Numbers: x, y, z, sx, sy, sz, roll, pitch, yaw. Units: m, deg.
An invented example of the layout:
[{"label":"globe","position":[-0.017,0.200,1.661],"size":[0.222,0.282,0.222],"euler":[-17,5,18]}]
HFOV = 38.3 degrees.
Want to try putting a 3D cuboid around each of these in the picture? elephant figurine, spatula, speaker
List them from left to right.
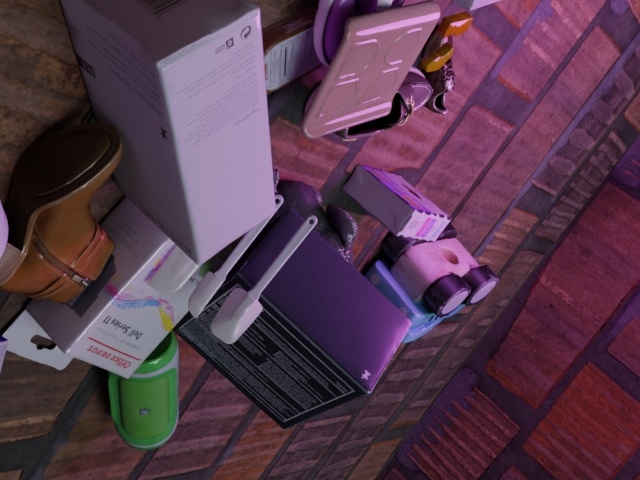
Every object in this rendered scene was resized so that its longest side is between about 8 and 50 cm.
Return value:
[{"label":"speaker","position":[-0.324,0.266,1.697],"size":[0.131,0.131,0.297],"euler":[-32,149,-31]},{"label":"spatula","position":[-0.124,0.021,1.409],"size":[0.242,0.168,0.019],"euler":[-52,-169,-4]},{"label":"elephant figurine","position":[0.000,0.000,1.703],"size":[0.186,0.239,0.169],"euler":[-5,131,-55]}]

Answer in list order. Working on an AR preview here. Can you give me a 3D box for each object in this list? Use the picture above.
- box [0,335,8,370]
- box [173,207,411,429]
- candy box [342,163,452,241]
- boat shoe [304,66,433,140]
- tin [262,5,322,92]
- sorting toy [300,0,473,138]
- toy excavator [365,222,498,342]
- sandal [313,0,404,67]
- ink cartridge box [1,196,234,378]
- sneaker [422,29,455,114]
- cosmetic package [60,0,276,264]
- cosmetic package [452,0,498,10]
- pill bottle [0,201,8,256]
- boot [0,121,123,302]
[{"label":"box","position":[-0.524,0.194,1.295],"size":[0.137,0.072,0.126],"euler":[-17,129,-66]},{"label":"box","position":[-0.054,0.146,1.607],"size":[0.294,0.296,0.183],"euler":[-35,-165,53]},{"label":"candy box","position":[0.164,-0.076,1.939],"size":[0.070,0.165,0.196],"euler":[-56,153,15]},{"label":"boat shoe","position":[0.112,-0.249,1.700],"size":[0.324,0.096,0.117],"euler":[-17,140,-47]},{"label":"tin","position":[-0.043,-0.303,1.461],"size":[0.189,0.040,0.106],"euler":[-33,146,-28]},{"label":"sorting toy","position":[0.110,-0.293,1.512],"size":[0.307,0.041,0.229],"euler":[-23,151,-38]},{"label":"toy excavator","position":[0.162,0.186,2.279],"size":[0.432,0.222,0.445],"euler":[-10,143,-50]},{"label":"sandal","position":[0.128,-0.445,1.421],"size":[0.416,0.102,0.169],"euler":[-57,151,2]},{"label":"ink cartridge box","position":[-0.318,0.092,1.473],"size":[0.353,0.119,0.207],"euler":[-48,154,-2]},{"label":"sneaker","position":[0.243,-0.332,1.819],"size":[0.066,0.071,0.188],"euler":[-34,151,-27]},{"label":"cosmetic package","position":[-0.188,-0.173,1.213],"size":[0.156,0.217,0.385],"euler":[-36,149,-25]},{"label":"cosmetic package","position":[0.259,-0.452,1.581],"size":[0.060,0.098,0.239],"euler":[-62,168,28]},{"label":"pill bottle","position":[-0.444,-0.105,0.911],"size":[0.210,0.210,0.363],"euler":[-36,152,-24]},{"label":"boot","position":[-0.341,-0.024,1.281],"size":[0.283,0.109,0.220],"euler":[-45,150,2]}]
